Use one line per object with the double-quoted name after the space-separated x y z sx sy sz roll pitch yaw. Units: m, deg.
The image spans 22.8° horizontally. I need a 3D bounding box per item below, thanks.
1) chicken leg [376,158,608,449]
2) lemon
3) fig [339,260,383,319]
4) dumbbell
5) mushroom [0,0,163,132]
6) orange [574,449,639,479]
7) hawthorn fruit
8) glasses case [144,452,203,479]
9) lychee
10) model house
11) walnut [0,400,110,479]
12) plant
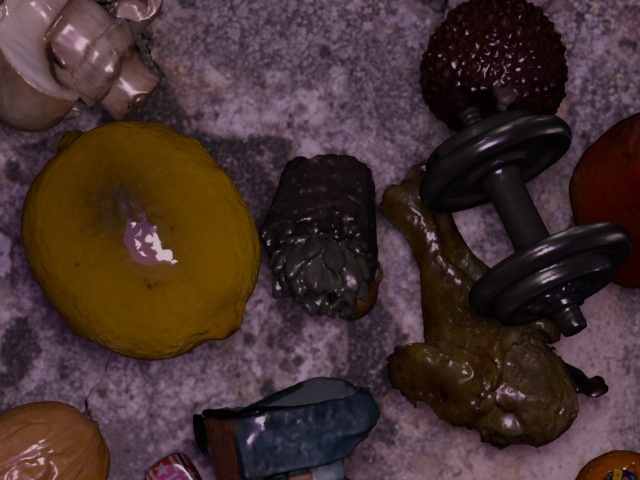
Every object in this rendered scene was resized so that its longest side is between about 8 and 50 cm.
0.159 0.097 1.881 0.211 0.140 0.361 -31 75 -26 "chicken leg"
-0.203 0.002 1.811 0.284 0.260 0.260 33 83 -8 "lemon"
0.052 0.058 1.922 0.050 0.050 0.083 41 62 2 "fig"
0.226 -0.026 1.777 0.192 0.192 0.290 -22 72 -5 "dumbbell"
-0.295 -0.218 1.862 0.195 0.189 0.254 43 60 -12 "mushroom"
0.361 0.318 1.870 0.135 0.117 0.135 -11 41 10 "orange"
0.406 -0.061 1.839 0.224 0.261 0.224 1 72 -3 "hawthorn fruit"
-0.144 0.346 1.876 0.073 0.049 0.194 -30 86 -7 "glasses case"
0.208 -0.209 1.894 0.188 0.188 0.188 0 84 -3 "lychee"
-0.030 0.309 1.787 0.184 0.253 0.291 -6 88 -19 "model house"
-0.339 0.273 1.826 0.206 0.159 0.159 -37 87 -5 "walnut"
0.000 0.000 1.863 0.132 0.129 0.194 -2 59 16 "plant"
